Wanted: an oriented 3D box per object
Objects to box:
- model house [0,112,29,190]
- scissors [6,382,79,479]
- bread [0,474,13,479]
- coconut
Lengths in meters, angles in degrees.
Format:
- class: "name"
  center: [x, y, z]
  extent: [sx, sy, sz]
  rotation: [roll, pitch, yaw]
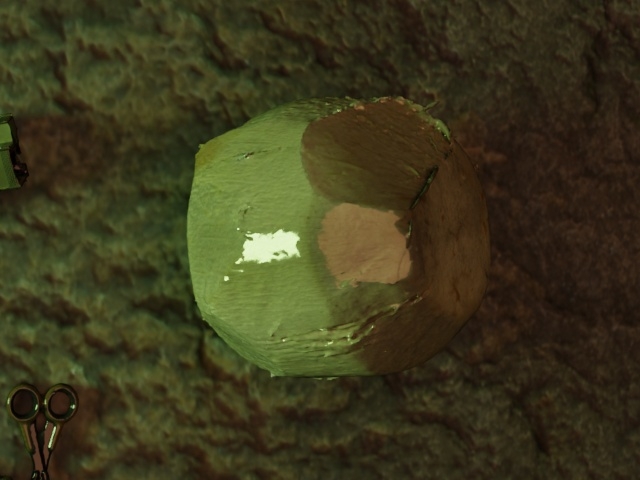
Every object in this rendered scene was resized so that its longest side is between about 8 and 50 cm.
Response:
- class: "model house"
  center: [-0.390, -0.103, 1.682]
  extent: [0.058, 0.057, 0.083]
  rotation: [-10, 114, 6]
- class: "scissors"
  center: [-0.341, 0.284, 1.711]
  extent: [0.088, 0.017, 0.220]
  rotation: [2, 89, -21]
- class: "bread"
  center: [-0.423, 0.303, 1.657]
  extent: [0.113, 0.060, 0.082]
  rotation: [22, 82, -17]
- class: "coconut"
  center: [0.000, 0.000, 1.672]
  extent: [0.346, 0.360, 0.346]
  rotation: [15, 73, -58]
